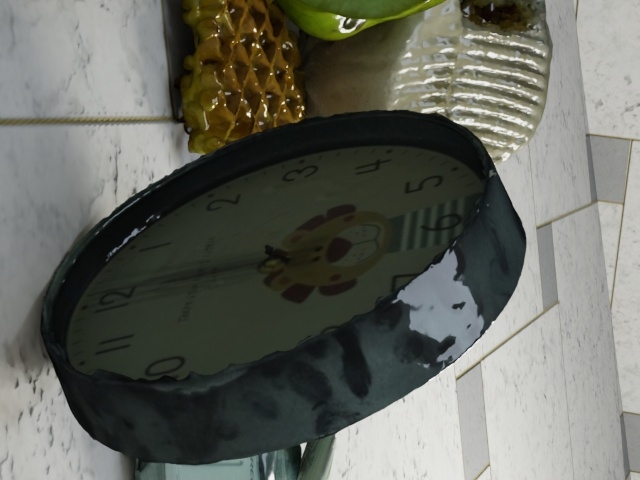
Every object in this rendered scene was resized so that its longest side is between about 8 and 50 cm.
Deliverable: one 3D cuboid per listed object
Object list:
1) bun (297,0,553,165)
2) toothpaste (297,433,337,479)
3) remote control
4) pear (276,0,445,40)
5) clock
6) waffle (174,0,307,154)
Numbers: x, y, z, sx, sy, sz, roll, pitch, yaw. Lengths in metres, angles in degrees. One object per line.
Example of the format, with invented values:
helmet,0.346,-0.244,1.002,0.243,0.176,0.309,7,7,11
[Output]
bun,0.084,-0.160,1.403,0.282,0.205,0.281,-18,118,-36
toothpaste,-0.007,0.202,1.227,0.048,0.029,0.197,-99,-163,-44
remote control,-0.075,0.168,1.110,0.247,0.052,0.104,25,64,-68
pear,0.057,-0.289,1.192,0.159,0.292,0.292,-14,99,-69
clock,-0.027,0.016,0.902,0.312,0.313,0.061,-66,140,-53
waffle,-0.061,-0.122,1.215,0.229,0.051,0.231,3,83,-70
